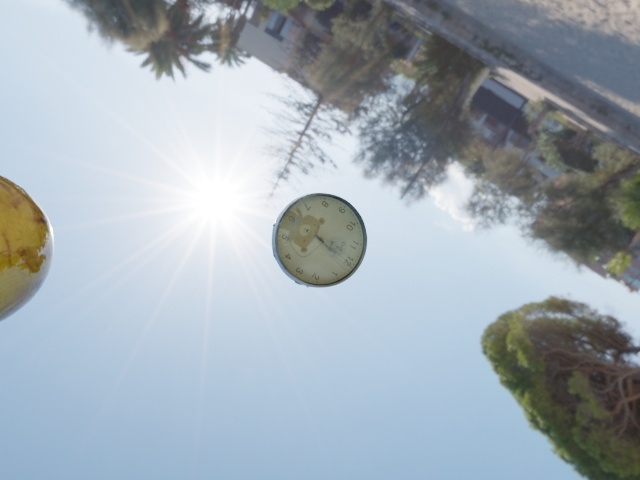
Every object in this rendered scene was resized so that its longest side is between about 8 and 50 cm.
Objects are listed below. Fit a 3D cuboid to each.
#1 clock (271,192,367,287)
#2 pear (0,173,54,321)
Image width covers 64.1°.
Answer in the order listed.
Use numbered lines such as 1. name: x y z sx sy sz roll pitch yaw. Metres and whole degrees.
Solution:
1. clock: 0.000 0.000 0.441 0.085 0.085 0.017 27 175 -11
2. pear: -0.557 0.011 0.779 0.280 0.281 0.281 26 -156 -13
